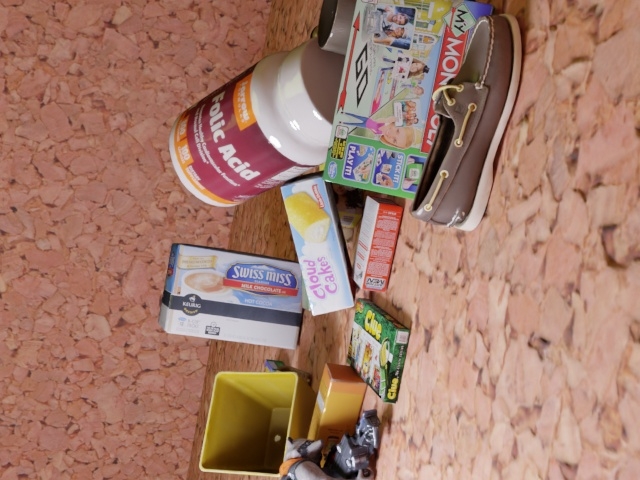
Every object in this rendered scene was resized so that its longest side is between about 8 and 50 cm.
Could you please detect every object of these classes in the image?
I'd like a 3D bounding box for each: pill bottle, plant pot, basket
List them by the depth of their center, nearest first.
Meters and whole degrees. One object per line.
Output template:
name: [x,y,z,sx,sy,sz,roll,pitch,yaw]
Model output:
basket: [0.120,-0.368,1.554,0.204,0.227,0.154,167,111,-76]
pill bottle: [-0.093,-0.221,1.724,0.392,0.224,0.224,-22,56,45]
plant pot: [-0.105,0.408,1.947,0.212,0.187,0.212,-4,66,30]

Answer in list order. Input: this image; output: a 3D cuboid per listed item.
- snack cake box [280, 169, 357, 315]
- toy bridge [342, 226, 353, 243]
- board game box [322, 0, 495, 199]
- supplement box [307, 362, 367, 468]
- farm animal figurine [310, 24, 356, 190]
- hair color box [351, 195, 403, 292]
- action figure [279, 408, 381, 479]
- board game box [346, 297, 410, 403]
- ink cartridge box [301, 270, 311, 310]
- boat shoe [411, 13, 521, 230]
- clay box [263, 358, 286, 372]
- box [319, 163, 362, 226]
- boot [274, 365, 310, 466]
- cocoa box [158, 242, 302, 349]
snack cake box: [0.000,0.000,1.821,0.152,0.089,0.264,-73,-31,-80]
toy bridge: [0.037,-0.005,2.077,0.188,0.026,0.063,-155,72,-75]
board game box: [0.137,-0.229,1.441,0.046,0.213,0.317,-23,-55,-74]
supplement box: [0.024,0.364,1.801,0.080,0.078,0.233,-122,43,-69]
farm animal figurine: [0.025,-0.302,1.895,0.330,0.172,0.326,-109,18,-64]
hair color box: [0.107,0.006,1.738,0.093,0.053,0.167,-131,52,-73]
action figure: [0.010,0.461,1.615,0.330,0.179,0.341,-119,35,-52]
board game box: [0.103,0.198,1.692,0.260,0.030,0.136,-149,71,-75]
ink cartridge box: [-0.032,0.068,2.196,0.225,0.056,0.181,-173,81,-74]
boat shoe: [0.212,-0.178,1.341,0.116,0.097,0.324,-129,49,-71]
clay box: [-0.131,0.439,2.418,0.127,0.053,0.222,-155,75,-76]
box: [0.044,-0.145,2.015,0.058,0.087,0.232,116,157,-56]
boot: [-0.071,0.410,2.130,0.262,0.095,0.203,-150,71,-78]
cocoa box: [-0.230,0.140,2.383,0.231,0.347,0.228,-176,95,-76]
